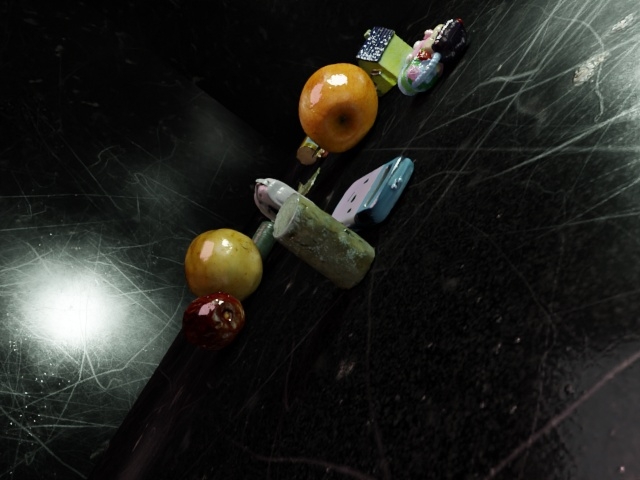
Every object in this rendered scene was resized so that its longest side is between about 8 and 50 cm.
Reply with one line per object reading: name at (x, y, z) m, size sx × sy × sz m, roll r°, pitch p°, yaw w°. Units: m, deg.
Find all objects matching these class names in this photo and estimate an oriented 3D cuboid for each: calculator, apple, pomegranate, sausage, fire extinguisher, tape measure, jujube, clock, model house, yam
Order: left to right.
jujube at (-0.350, 0.265, 1.450) m, size 0.243 × 0.183 × 0.183 m, roll -24°, pitch 32°, yaw 53°
pomegranate at (-0.357, 0.093, 1.637) m, size 0.307 × 0.307 × 0.307 m, roll -50°, pitch 14°, yaw 17°
fire extinguisher at (-0.238, 0.019, 1.856) m, size 0.095 × 0.114 × 0.311 m, roll 80°, pitch -146°, yaw -64°
tape measure at (-0.144, -0.130, 1.624) m, size 0.120 × 0.236 × 0.197 m, roll -58°, pitch 7°, yaw -21°
sausage at (-0.045, -0.539, 2.534) m, size 0.125 × 0.117 × 0.317 m, roll -29°, pitch 23°, yaw 29°
yam at (0.000, 0.000, 0.850) m, size 0.107 × 0.194 × 0.107 m, roll -51°, pitch 10°, yaw 13°
apple at (0.067, -0.473, 1.621) m, size 0.299 × 0.299 × 0.275 m, roll -45°, pitch 31°, yaw 34°
calculator at (0.107, -0.092, 1.019) m, size 0.173 × 0.051 × 0.293 m, roll -58°, pitch 13°, yaw -19°
model house at (0.237, -0.730, 1.816) m, size 0.194 × 0.211 × 0.170 m, roll -59°, pitch 16°, yaw -16°
clock at (0.311, -0.509, 1.252) m, size 0.194 × 0.100 × 0.195 m, roll -59°, pitch 11°, yaw -4°

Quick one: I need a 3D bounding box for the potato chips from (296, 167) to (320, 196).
potato chips at (-0.079, -0.246, 2.107) m, size 0.220 × 0.029 × 0.202 m, roll -26°, pitch 34°, yaw 60°

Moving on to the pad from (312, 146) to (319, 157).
pad at (-0.011, -0.465, 2.233) m, size 0.116 × 0.004 × 0.193 m, roll -56°, pitch 8°, yaw 11°

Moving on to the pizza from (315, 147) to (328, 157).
pizza at (0.027, -0.462, 2.218) m, size 0.193 × 0.053 × 0.201 m, roll -62°, pitch 10°, yaw -28°
